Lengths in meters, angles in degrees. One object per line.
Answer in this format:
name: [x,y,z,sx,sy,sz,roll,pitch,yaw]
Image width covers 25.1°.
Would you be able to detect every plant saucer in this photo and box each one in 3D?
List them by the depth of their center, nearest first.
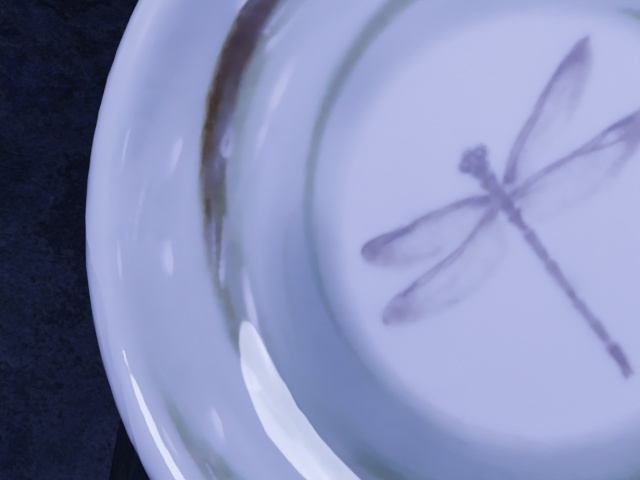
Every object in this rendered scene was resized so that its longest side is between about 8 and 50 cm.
plant saucer: [0.084,-0.005,0.626,0.100,0.400,0.400,1,-73,-60]
